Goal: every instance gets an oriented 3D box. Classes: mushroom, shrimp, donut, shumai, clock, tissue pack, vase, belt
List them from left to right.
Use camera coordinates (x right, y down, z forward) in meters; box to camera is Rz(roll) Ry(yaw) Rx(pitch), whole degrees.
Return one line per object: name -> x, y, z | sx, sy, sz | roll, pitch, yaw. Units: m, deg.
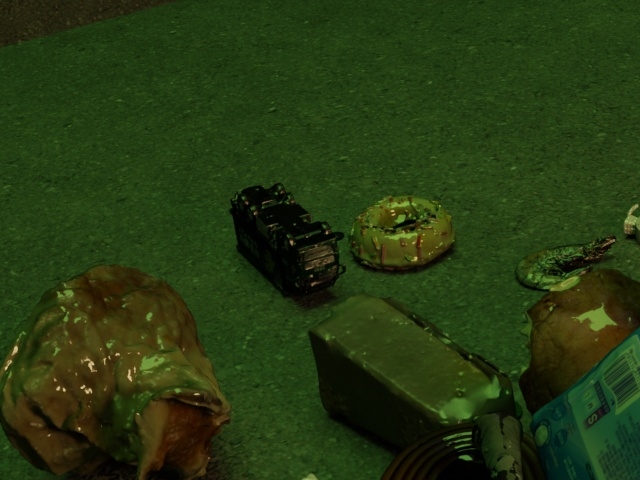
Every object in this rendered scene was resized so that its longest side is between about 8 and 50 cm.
shumai -> -0.209, 0.166, 1.786 | 0.263, 0.267, 0.314 | 6, 37, 30
donut -> 0.126, -0.016, 2.250 | 0.175, 0.068, 0.174 | -6, 27, 3
belt -> 0.165, 0.335, 1.526 | 0.217, 0.122, 0.338 | -6, 26, 8
vase -> 0.192, 0.246, 1.489 | 0.059, 0.059, 0.167 | -7, 25, 4
shrimp -> 0.371, 0.037, 2.125 | 0.161, 0.034, 0.091 | -18, 40, -5
mushroom -> 0.383, 0.167, 1.784 | 0.208, 0.233, 0.302 | 27, 0, 35
clock -> 0.524, -0.034, 2.198 | 0.087, 0.041, 0.129 | 20, 44, 38
tissue pack -> 0.345, 0.243, 1.441 | 0.198, 0.146, 0.263 | -45, 33, 24

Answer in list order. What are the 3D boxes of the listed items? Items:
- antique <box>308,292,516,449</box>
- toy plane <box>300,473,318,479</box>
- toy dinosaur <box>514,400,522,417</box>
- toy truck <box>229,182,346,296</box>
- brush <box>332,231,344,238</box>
antique -> 0.120, 0.185, 1.786 | 0.125, 0.150, 0.284 | -31, 35, -27
toy plane -> -0.055, 0.350, 1.569 | 0.245, 0.117, 0.244 | 1, 44, -1
toy dinosaur -> 0.232, 0.219, 1.824 | 0.060, 0.029, 0.119 | -1, 26, -12
toy truck -> -0.055, 0.000, 2.213 | 0.088, 0.121, 0.259 | -18, 29, -20
brush -> 0.000, 0.000, 2.318 | 0.083, 0.008, 0.024 | -18, 32, -18
